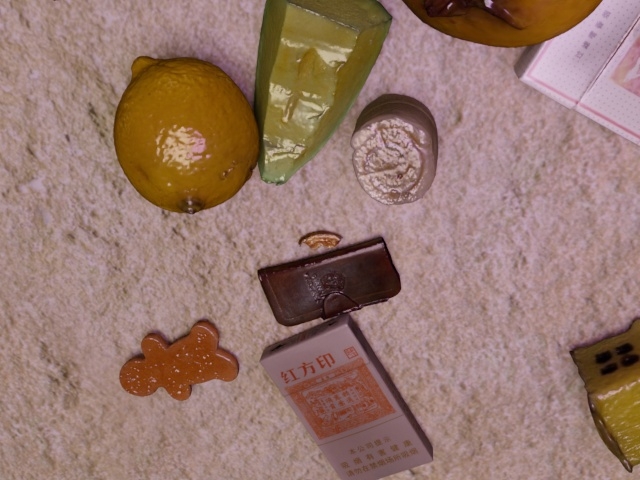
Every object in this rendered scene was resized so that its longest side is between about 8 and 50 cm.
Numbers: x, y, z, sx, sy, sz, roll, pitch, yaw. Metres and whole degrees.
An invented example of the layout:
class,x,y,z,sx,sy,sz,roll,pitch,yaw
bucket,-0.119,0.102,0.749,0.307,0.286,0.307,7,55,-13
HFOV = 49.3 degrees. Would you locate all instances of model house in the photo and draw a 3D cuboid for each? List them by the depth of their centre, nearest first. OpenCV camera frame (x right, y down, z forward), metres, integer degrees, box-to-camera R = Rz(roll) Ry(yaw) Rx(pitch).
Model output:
class,x,y,z,sx,sy,sz,roll,pitch,yaw
model house,0.590,0.258,1.219,0.234,0.175,0.193,-28,108,23

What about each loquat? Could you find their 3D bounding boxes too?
class,x,y,z,sx,sy,sz,roll,pitch,yaw
loquat,0.240,-0.429,0.889,0.328,0.328,0.360,34,71,-8

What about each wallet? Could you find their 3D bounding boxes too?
class,x,y,z,sx,sy,sz,roll,pitch,yaw
wallet,0.020,0.083,1.304,0.255,0.031,0.137,-16,113,16

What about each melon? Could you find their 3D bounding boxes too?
class,x,y,z,sx,sy,sz,roll,pitch,yaw
melon,-0.033,-0.247,1.108,0.196,0.124,0.324,25,125,2

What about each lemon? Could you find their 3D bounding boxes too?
class,x,y,z,sx,sy,sz,roll,pitch,yaw
lemon,-0.214,-0.172,1.110,0.228,0.228,0.254,-10,100,13

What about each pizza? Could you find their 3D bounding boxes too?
class,x,y,z,sx,sy,sz,roll,pitch,yaw
pizza,0.000,0.000,1.277,0.083,0.016,0.037,-5,113,7

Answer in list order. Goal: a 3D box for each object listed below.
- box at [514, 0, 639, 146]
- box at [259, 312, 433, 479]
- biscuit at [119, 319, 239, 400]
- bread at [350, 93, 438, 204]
class,x,y,z,sx,sy,sz,roll,pitch,yaw
box,0.486,-0.260,1.036,0.330,0.095,0.210,28,116,-3
box,0.057,0.332,1.406,0.204,0.051,0.365,-25,109,19
biscuit,-0.301,0.253,1.434,0.250,0.036,0.166,-22,109,14
bread,0.122,-0.148,1.117,0.133,0.141,0.148,-19,112,18
